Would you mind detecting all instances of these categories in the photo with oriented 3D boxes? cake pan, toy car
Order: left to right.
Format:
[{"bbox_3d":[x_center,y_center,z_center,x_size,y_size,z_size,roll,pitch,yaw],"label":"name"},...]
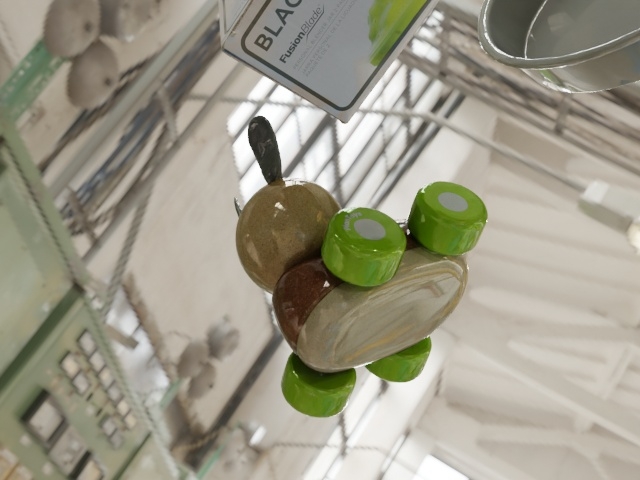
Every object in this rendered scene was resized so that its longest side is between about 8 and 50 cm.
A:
[{"bbox_3d":[0.000,0.000,0.772,0.188,0.148,0.155,45,-44,31],"label":"toy car"},{"bbox_3d":[0.272,-0.235,0.914,0.293,0.293,0.054,2,-38,52],"label":"cake pan"}]

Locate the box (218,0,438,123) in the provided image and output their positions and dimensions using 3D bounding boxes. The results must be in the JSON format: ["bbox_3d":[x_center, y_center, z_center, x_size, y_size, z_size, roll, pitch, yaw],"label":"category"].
[{"bbox_3d":[0.011,-0.212,0.686,0.087,0.169,0.290,30,21,-20],"label":"box"}]
